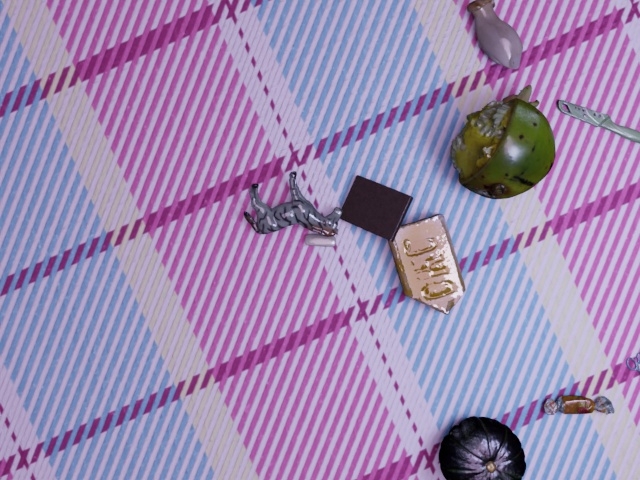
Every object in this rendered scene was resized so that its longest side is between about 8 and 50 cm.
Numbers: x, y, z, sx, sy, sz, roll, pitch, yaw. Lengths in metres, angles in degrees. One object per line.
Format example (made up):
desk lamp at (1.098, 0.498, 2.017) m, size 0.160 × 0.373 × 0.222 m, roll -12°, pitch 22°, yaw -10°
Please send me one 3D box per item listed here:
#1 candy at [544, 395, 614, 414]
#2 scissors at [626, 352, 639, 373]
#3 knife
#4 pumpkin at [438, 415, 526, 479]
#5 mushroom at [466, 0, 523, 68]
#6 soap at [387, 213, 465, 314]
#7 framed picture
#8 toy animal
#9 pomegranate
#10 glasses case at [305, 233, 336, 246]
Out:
candy at (0.695, 0.444, 1.730) m, size 0.182 × 0.046 × 0.053 m, roll 0°, pitch 95°, yaw 4°
scissors at (0.883, 0.366, 1.745) m, size 0.058 × 0.014 × 0.119 m, roll -28°, pitch 88°, yaw 1°
knife at (0.772, -0.316, 1.725) m, size 0.293 × 0.020 × 0.043 m, roll 21°, pitch 93°, yaw 0°
pumpkin at (0.420, 0.569, 1.671) m, size 0.221 × 0.162 × 0.220 m, roll 0°, pitch 88°, yaw -5°
mushroom at (0.462, -0.543, 1.681) m, size 0.097 × 0.088 × 0.212 m, roll -29°, pitch 85°, yaw -10°
soap at (0.284, 0.072, 1.695) m, size 0.161 × 0.080 × 0.257 m, roll -18°, pitch 91°, yaw 4°
framed picture at (0.143, -0.086, 1.680) m, size 0.169 × 0.023 × 0.127 m, roll 25°, pitch 91°, yaw 28°
toy animal at (-0.073, -0.097, 1.677) m, size 0.255 × 0.090 × 0.169 m, roll 2°, pitch 96°, yaw 8°
pomegranate at (0.472, -0.251, 1.620) m, size 0.261 × 0.260 × 0.340 m, roll 31°, pitch 66°, yaw -1°
glasses case at (0.000, 0.000, 1.719) m, size 0.084 × 0.021 × 0.032 m, roll 3°, pitch 85°, yaw 0°
